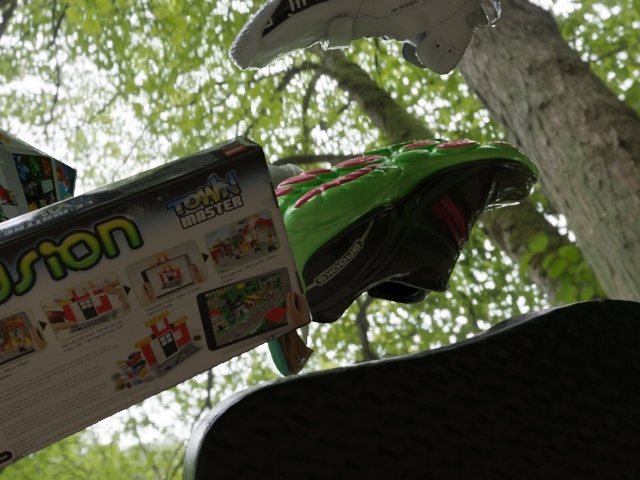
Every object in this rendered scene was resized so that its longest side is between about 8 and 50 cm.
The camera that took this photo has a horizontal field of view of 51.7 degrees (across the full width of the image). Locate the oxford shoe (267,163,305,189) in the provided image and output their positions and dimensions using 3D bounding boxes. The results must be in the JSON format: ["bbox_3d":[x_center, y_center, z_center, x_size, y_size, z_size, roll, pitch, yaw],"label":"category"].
[{"bbox_3d":[-0.177,-0.007,1.224,0.130,0.169,0.449,12,-34,-27],"label":"oxford shoe"}]

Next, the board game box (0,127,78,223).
[{"bbox_3d":[-0.476,-0.046,0.996,0.053,0.305,0.193,-39,-50,23],"label":"board game box"}]

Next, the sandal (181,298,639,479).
[{"bbox_3d":[0.123,0.135,0.476,0.446,0.167,0.107,-1,-14,-20],"label":"sandal"}]

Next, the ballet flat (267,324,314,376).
[{"bbox_3d":[-0.099,0.169,1.588,0.124,0.116,0.342,-35,-65,-27],"label":"ballet flat"}]

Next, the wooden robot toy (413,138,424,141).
[{"bbox_3d":[0.168,-0.170,1.469,0.079,0.076,0.173,2,-13,-20],"label":"wooden robot toy"}]

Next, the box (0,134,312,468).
[{"bbox_3d":[-0.113,0.033,0.348,0.207,0.036,0.114,-23,-63,-17],"label":"box"}]

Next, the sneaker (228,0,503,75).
[{"bbox_3d":[0.068,-0.292,0.896,0.366,0.137,0.210,-34,-71,5],"label":"sneaker"}]

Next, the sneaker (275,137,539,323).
[{"bbox_3d":[0.123,-0.025,0.909,0.483,0.185,0.202,-19,-70,-36],"label":"sneaker"}]
